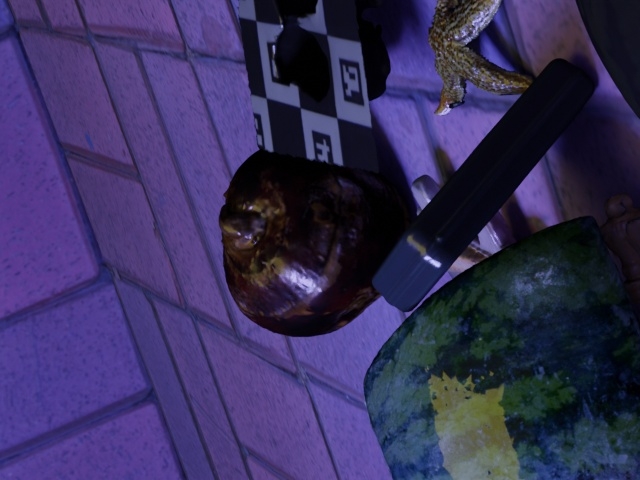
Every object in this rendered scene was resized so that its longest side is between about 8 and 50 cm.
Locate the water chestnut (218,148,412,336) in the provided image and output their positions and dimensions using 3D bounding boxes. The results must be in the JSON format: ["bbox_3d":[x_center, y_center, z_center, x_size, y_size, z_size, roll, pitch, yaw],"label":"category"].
[{"bbox_3d":[0.000,0.000,2.231,0.238,0.223,0.223,23,-153,-54],"label":"water chestnut"}]

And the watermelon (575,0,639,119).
[{"bbox_3d":[0.272,-0.169,1.085,0.279,0.279,0.359,29,143,62],"label":"watermelon"}]

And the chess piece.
[{"bbox_3d":[0.282,0.041,1.697,0.172,0.060,0.060,68,162,-3],"label":"chess piece"}]

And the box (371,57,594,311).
[{"bbox_3d":[0.140,-0.048,1.720,0.050,0.230,0.160,40,159,3],"label":"box"}]

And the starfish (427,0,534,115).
[{"bbox_3d":[0.130,-0.202,1.854,0.208,0.053,0.176,-16,88,66],"label":"starfish"}]

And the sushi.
[{"bbox_3d":[0.012,-0.271,2.042,0.296,0.100,0.373,17,118,63],"label":"sushi"}]

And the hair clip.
[{"bbox_3d":[0.156,0.016,2.016,0.257,0.075,0.146,23,136,56],"label":"hair clip"}]

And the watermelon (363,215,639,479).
[{"bbox_3d":[0.205,0.166,1.744,0.292,0.283,0.250,31,-134,-47],"label":"watermelon"}]
